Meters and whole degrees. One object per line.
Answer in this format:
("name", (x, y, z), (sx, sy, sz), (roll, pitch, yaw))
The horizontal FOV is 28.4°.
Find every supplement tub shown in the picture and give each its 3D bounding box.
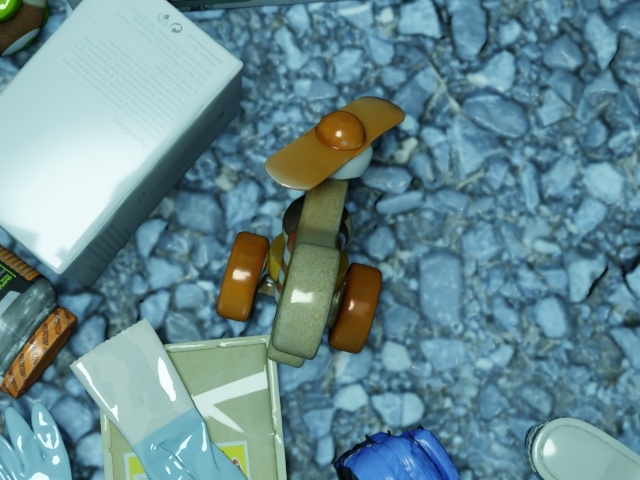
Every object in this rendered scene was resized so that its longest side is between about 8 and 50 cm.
("supplement tub", (-0.320, 0.050, 1.126), (0.190, 0.117, 0.117), (36, 83, 0))

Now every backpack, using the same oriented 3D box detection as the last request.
("backpack", (0.071, 0.216, 1.140), (0.101, 0.120, 0.098), (-38, 88, -6))

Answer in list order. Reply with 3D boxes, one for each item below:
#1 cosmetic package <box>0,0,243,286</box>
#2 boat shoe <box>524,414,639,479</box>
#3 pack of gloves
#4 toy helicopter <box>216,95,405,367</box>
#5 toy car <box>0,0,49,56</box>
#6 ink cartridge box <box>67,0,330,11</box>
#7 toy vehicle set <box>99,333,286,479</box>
("cosmetic package", (-0.191, -0.089, 1.094), (0.138, 0.224, 0.225), (39, 83, -1))
("boat shoe", (0.298, 0.252, 1.175), (0.254, 0.079, 0.095), (31, 86, 1))
("pack of gloves", (-0.179, 0.218, 1.132), (0.195, 0.046, 0.232), (-32, 89, -19))
("toy helicopter", (0.000, 0.000, 1.036), (0.140, 0.355, 0.235), (16, 101, -2))
("toy car", (-0.336, -0.157, 1.133), (0.149, 0.155, 0.188), (14, 94, -3))
("ink cartridge box", (-0.102, -0.330, 1.173), (0.289, 0.121, 0.211), (-4, 85, -4))
("toy vehicle set", (-0.114, 0.226, 1.167), (0.166, 0.035, 0.267), (-4, 85, -5))
